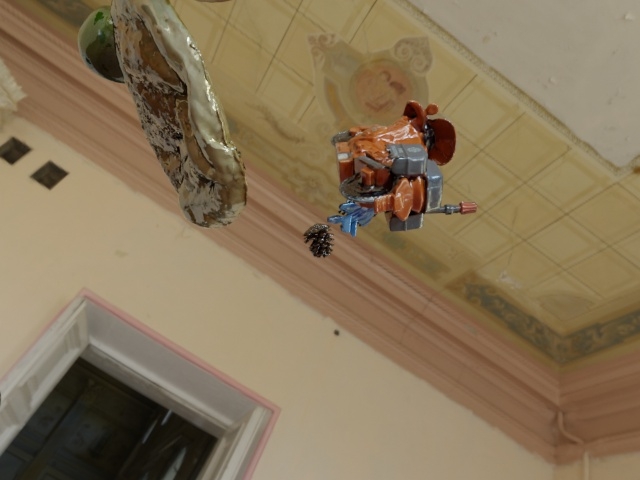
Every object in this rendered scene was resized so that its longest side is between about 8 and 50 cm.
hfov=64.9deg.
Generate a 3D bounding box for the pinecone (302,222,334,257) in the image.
[{"bbox_3d":[0.000,0.000,1.191,0.077,0.077,0.083,-20,-82,42],"label":"pinecone"}]

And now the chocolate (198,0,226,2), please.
[{"bbox_3d":[-0.164,-0.422,0.580,0.225,0.210,0.340,-23,-18,17],"label":"chocolate"}]

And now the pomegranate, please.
[{"bbox_3d":[-0.344,-0.376,0.896,0.131,0.151,0.191,23,-70,42],"label":"pomegranate"}]

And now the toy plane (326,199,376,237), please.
[{"bbox_3d":[0.139,-0.108,1.421,0.246,0.078,0.169,-43,-33,12],"label":"toy plane"}]

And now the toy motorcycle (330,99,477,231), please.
[{"bbox_3d":[0.133,-0.134,0.845,0.221,0.326,0.148,-5,-59,1],"label":"toy motorcycle"}]

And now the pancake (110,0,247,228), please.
[{"bbox_3d":[-0.218,-0.185,0.744,0.387,0.082,0.387,49,-26,33],"label":"pancake"}]
